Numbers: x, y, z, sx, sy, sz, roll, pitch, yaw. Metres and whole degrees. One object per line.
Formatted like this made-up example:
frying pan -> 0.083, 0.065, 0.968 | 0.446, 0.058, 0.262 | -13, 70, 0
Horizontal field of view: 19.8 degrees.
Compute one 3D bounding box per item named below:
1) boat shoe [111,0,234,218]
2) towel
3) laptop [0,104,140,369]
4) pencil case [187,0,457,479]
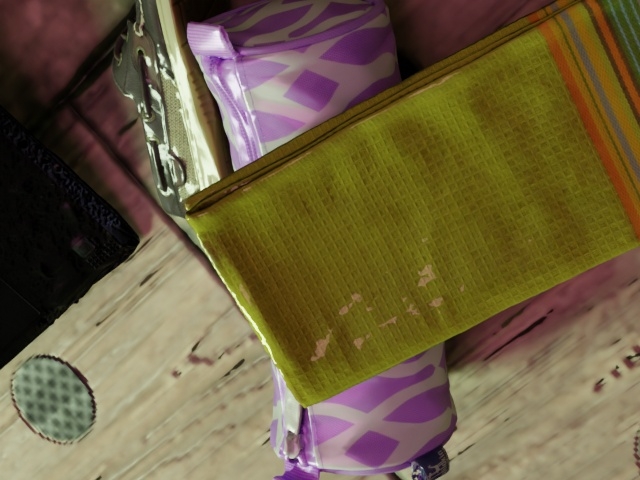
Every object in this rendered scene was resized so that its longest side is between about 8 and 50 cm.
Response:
boat shoe -> -0.065, -0.075, 0.772 | 0.049, 0.056, 0.152 | -5, 110, 22
towel -> 0.073, -0.025, 0.691 | 0.237, 0.021, 0.102 | -27, 106, 10
laptop -> -0.263, -0.014, 0.876 | 0.264, 0.136, 0.234 | -41, 114, 10
pencil case -> 0.000, 0.000, 0.754 | 0.086, 0.088, 0.206 | 12, 118, 52
